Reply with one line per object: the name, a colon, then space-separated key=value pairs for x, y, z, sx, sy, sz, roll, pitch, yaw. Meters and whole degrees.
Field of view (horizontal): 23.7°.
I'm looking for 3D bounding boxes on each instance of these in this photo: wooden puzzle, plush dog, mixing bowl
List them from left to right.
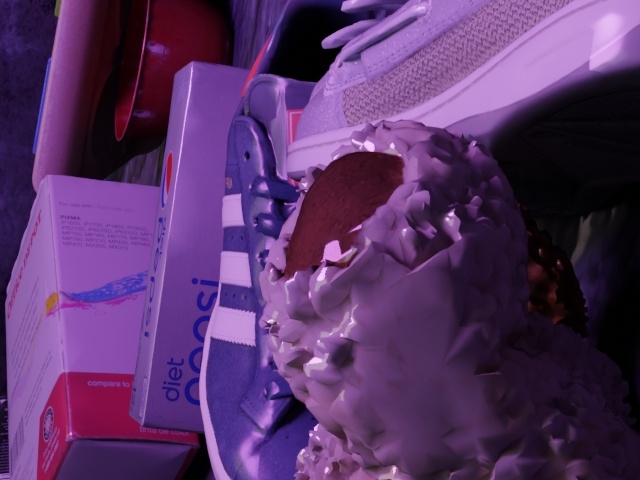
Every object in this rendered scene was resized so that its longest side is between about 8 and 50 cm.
wooden puzzle: x=-0.239 y=-0.228 z=1.719 sx=0.348 sy=0.080 sz=0.322 roll=-45 pitch=-31 yaw=-72
mixing bowl: x=-0.148 y=-0.183 z=1.571 sx=0.181 sy=0.098 sz=0.182 roll=-171 pitch=90 yaw=-76
plush dog: x=0.056 y=0.101 z=0.549 sx=0.225 sy=0.210 sz=0.262 roll=-59 pitch=-9 yaw=-80

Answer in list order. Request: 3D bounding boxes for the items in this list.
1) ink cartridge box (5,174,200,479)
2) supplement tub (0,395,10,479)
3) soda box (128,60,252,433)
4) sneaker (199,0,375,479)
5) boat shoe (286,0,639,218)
ink cartridge box: x=-0.220 y=0.122 z=1.470 sx=0.226 sy=0.131 sz=0.306 roll=120 pitch=150 yaw=-45
supplement tub: x=-0.393 y=0.377 z=2.006 sx=0.194 sy=0.193 sz=0.316 roll=114 pitch=160 yaw=-46
soda box: x=-0.082 y=0.008 z=1.208 sx=0.091 sy=0.098 sz=0.286 roll=175 pitch=103 yaw=-76
sneaker: x=0.000 y=0.000 z=0.802 sx=0.350 sy=0.131 sz=0.148 roll=-97 pitch=8 yaw=-45
boat shoe: x=0.077 y=-0.073 z=0.617 sx=0.320 sy=0.118 sz=0.103 roll=159 pitch=119 yaw=-69
